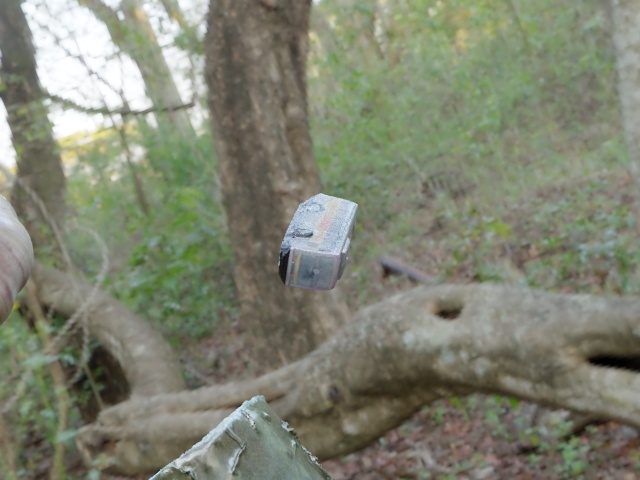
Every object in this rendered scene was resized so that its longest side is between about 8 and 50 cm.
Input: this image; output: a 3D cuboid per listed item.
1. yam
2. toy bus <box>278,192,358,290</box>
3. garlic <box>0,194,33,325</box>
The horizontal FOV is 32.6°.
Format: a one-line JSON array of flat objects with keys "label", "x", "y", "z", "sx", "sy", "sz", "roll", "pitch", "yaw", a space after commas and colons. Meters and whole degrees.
[{"label": "yam", "x": -0.046, "y": 0.344, "z": 1.070, "sx": 0.241, "sy": 0.348, "sz": 0.241, "roll": -32, "pitch": -3, "yaw": -2}, {"label": "toy bus", "x": 0.000, "y": 0.000, "z": 1.251, "sx": 0.072, "sy": 0.058, "sz": 0.172, "roll": 11, "pitch": 24, "yaw": 5}, {"label": "garlic", "x": -0.439, "y": 0.006, "z": 1.165, "sx": 0.245, "sy": 0.245, "sz": 0.253, "roll": -23, "pitch": -31, "yaw": -16}]
